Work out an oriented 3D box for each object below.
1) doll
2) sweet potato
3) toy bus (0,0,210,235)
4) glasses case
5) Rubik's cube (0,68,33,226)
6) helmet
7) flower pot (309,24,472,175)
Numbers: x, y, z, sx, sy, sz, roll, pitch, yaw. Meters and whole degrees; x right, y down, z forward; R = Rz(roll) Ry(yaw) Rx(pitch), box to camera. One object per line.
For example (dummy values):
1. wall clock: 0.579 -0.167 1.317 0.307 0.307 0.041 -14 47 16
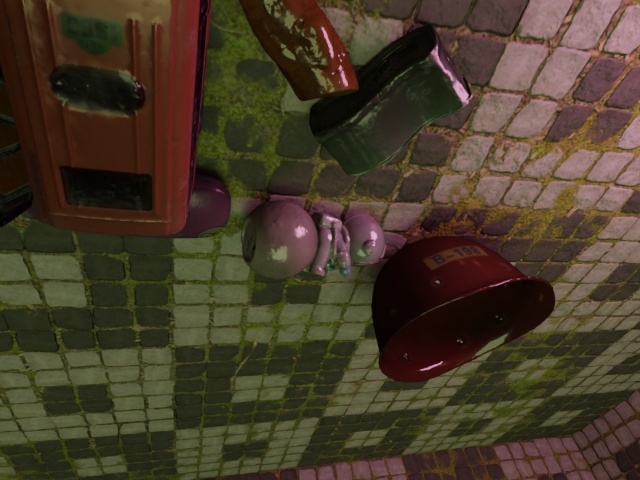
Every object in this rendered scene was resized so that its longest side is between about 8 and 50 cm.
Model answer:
1. doll: 0.000 0.000 0.828 0.286 0.151 0.151 1 135 -25
2. sweet potato: -0.038 -0.270 0.554 0.097 0.097 0.252 -30 129 16
3. toy bus: -0.222 -0.215 0.469 0.202 0.233 0.427 3 135 -17
4. glasses case: -0.307 -0.065 0.714 0.315 0.076 0.123 5 134 -19
5. Rubik's cube: -0.489 -0.105 0.484 0.318 0.264 0.319 -6 136 -6
6. helmet: 0.261 0.112 0.934 0.384 0.230 0.338 -14 139 -13
7. flower pot: 0.100 -0.203 0.659 0.229 0.103 0.108 -34 132 20
